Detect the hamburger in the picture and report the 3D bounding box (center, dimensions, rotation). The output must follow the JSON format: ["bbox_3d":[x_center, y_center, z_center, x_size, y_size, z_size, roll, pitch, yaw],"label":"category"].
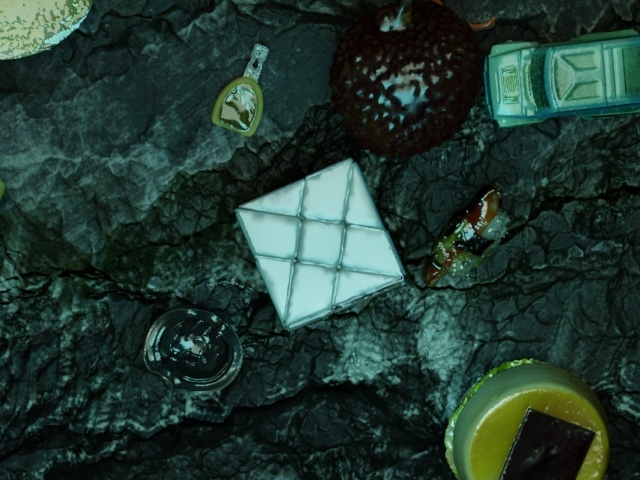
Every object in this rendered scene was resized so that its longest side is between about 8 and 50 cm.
[{"bbox_3d":[0.372,0.354,1.760,0.300,0.176,0.300,0,96,0],"label":"hamburger"}]

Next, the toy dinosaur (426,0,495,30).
[{"bbox_3d":[0.186,-0.448,1.729,0.280,0.055,0.101,15,106,-3],"label":"toy dinosaur"}]

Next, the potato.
[{"bbox_3d":[-0.540,-0.434,1.705,0.299,0.116,0.239,-21,102,-8],"label":"potato"}]

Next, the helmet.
[{"bbox_3d":[-0.235,0.187,1.784,0.177,0.107,0.153,38,93,-23],"label":"helmet"}]

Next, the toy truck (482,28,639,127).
[{"bbox_3d":[0.423,-0.280,1.694,0.279,0.156,0.154,-6,97,0],"label":"toy truck"}]

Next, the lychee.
[{"bbox_3d":[0.142,-0.282,1.644,0.265,0.264,0.300,-4,128,1],"label":"lychee"}]

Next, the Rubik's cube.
[{"bbox_3d":[0.000,0.000,1.695,0.222,0.224,0.231,-23,95,2],"label":"Rubik's cube"}]

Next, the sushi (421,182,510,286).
[{"bbox_3d":[0.265,-0.003,1.760,0.103,0.097,0.226,39,110,1],"label":"sushi"}]

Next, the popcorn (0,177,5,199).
[{"bbox_3d":[-0.677,-0.061,1.714,0.191,0.190,0.253,22,93,-9],"label":"popcorn"}]

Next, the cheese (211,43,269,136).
[{"bbox_3d":[-0.132,-0.273,1.758,0.086,0.036,0.162,22,97,-3],"label":"cheese"}]
